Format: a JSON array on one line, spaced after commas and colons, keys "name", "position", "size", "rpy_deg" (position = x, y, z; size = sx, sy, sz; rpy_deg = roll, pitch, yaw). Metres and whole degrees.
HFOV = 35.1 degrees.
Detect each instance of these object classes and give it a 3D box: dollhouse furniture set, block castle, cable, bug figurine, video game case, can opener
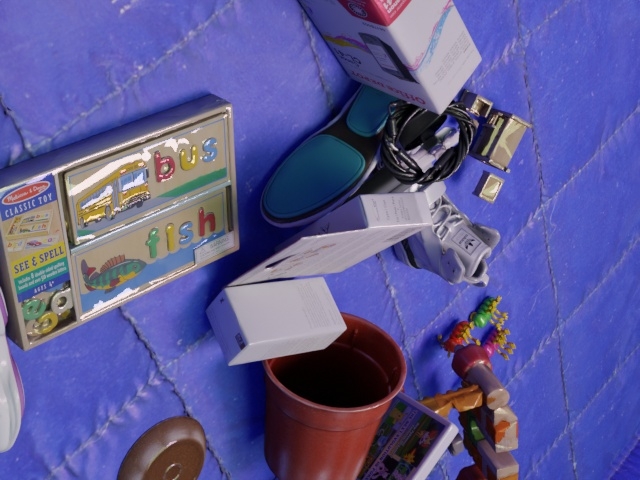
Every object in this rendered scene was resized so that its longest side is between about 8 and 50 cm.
[{"name": "dollhouse furniture set", "position": [0.314, -0.198, 2.093], "size": [0.160, 0.101, 0.182], "rpy_deg": [24, 95, -28]}, {"name": "block castle", "position": [0.269, 0.465, 2.309], "size": [0.302, 0.213, 0.454], "rpy_deg": [-14, 122, -12]}, {"name": "cable", "position": [0.192, -0.171, 1.739], "size": [0.184, 0.047, 0.151], "rpy_deg": [-4, 96, -24]}, {"name": "bug figurine", "position": [0.381, 0.257, 2.445], "size": [0.216, 0.072, 0.279], "rpy_deg": [-49, 137, -25]}, {"name": "video game case", "position": [0.079, 0.446, 2.039], "size": [0.329, 0.300, 0.036], "rpy_deg": [-53, 130, -10]}, {"name": "can opener", "position": [0.135, -0.129, 1.847], "size": [0.280, 0.093, 0.074], "rpy_deg": [-40, 152, 16]}]

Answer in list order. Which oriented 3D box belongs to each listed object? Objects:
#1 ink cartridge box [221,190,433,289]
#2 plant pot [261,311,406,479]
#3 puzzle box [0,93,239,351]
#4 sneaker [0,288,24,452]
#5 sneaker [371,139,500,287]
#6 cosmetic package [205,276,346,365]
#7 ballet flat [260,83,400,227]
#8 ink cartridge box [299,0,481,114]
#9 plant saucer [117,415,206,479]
[{"name": "ink cartridge box", "position": [0.000, 0.000, 1.700], "size": [0.261, 0.296, 0.066], "rpy_deg": [-6, 76, -33]}, {"name": "plant pot", "position": [0.004, 0.320, 1.928], "size": [0.272, 0.272, 0.265], "rpy_deg": [-23, 137, -38]}, {"name": "puzzle box", "position": [-0.295, -0.035, 1.511], "size": [0.408, 0.052, 0.272], "rpy_deg": [-27, 131, -35]}, {"name": "sneaker", "position": [-0.497, 0.171, 1.391], "size": [0.152, 0.114, 0.305], "rpy_deg": [-17, 122, -25]}, {"name": "sneaker", "position": [0.231, -0.055, 1.963], "size": [0.137, 0.210, 0.366], "rpy_deg": [-42, 139, -23]}, {"name": "cosmetic package", "position": [-0.077, 0.140, 1.788], "size": [0.231, 0.117, 0.085], "rpy_deg": [-4, 149, -40]}, {"name": "ballet flat", "position": [0.053, -0.156, 1.782], "size": [0.400, 0.139, 0.139], "rpy_deg": [-51, 141, -14]}, {"name": "ink cartridge box", "position": [0.096, -0.362, 1.604], "size": [0.131, 0.226, 0.306], "rpy_deg": [-52, 141, -10]}, {"name": "plant saucer", "position": [-0.276, 0.414, 1.831], "size": [0.198, 0.036, 0.199], "rpy_deg": [-28, 133, -36]}]
